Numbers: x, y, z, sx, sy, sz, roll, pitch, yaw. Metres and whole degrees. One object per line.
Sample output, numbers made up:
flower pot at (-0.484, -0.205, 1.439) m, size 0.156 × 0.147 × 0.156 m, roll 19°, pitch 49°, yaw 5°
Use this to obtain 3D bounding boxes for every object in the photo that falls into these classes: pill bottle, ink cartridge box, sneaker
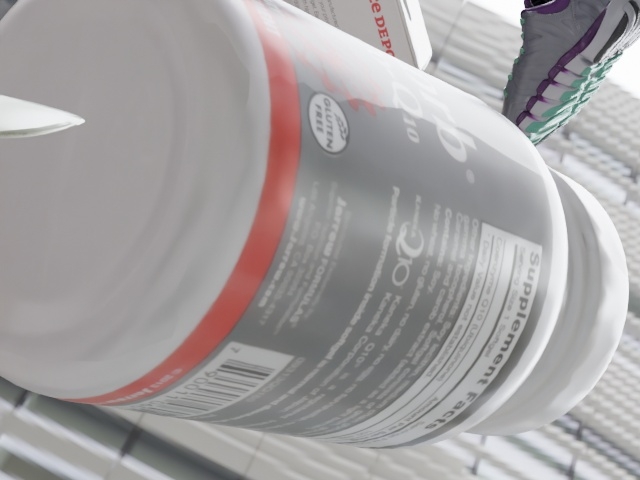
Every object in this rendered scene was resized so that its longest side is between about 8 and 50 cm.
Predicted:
pill bottle at (0.000, 0.000, 0.768) m, size 0.210 × 0.210 × 0.363 m, roll -28°, pitch -28°, yaw 32°
ink cartridge box at (-0.008, -0.214, 1.405) m, size 0.203 × 0.086 × 0.148 m, roll -10°, pitch -70°, yaw 19°
sneaker at (0.203, -0.166, 1.288) m, size 0.098 × 0.083 × 0.224 m, roll 52°, pitch -43°, yaw 14°

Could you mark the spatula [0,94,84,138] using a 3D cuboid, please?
spatula at (-0.211, -0.049, 0.405) m, size 0.242 × 0.168 × 0.019 m, roll 15°, pitch -70°, yaw 15°
